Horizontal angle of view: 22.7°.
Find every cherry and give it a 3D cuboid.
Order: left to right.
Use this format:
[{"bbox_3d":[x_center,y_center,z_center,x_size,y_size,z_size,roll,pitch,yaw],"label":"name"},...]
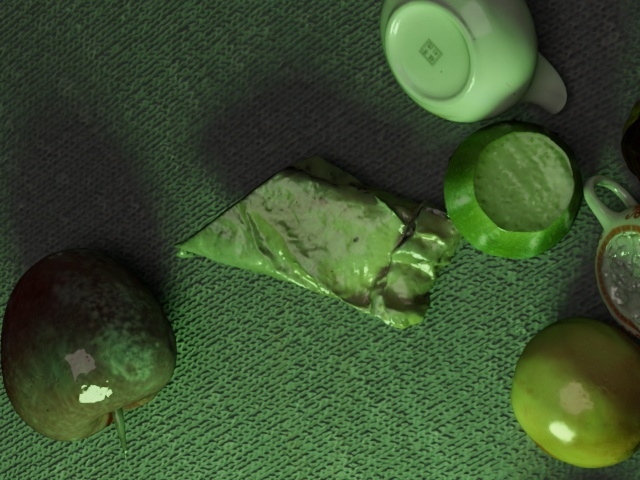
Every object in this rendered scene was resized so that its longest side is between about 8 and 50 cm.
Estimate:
[{"bbox_3d":[-0.301,0.146,2.059,0.236,0.213,0.285,-23,80,13],"label":"cherry"}]

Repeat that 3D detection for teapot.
[{"bbox_3d":[0.162,-0.251,1.880,0.298,0.139,0.204,55,143,3],"label":"teapot"},{"bbox_3d":[0.380,0.027,1.842,0.245,0.116,0.159,57,152,23],"label":"teapot"}]

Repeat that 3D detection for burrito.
[{"bbox_3d":[0.003,-0.012,1.986,0.348,0.107,0.175,17,87,15],"label":"burrito"}]

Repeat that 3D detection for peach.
[{"bbox_3d":[0.310,0.179,1.858,0.184,0.184,0.184,3,98,20],"label":"peach"}]

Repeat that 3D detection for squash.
[{"bbox_3d":[0.228,-0.063,1.862,0.170,0.123,0.170,0,88,3],"label":"squash"}]

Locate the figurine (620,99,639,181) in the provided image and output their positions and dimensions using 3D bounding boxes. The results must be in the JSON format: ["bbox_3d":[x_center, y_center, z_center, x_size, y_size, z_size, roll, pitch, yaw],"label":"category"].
[{"bbox_3d":[0.395,-0.095,1.715,0.187,0.315,0.168,43,108,11],"label":"figurine"}]
